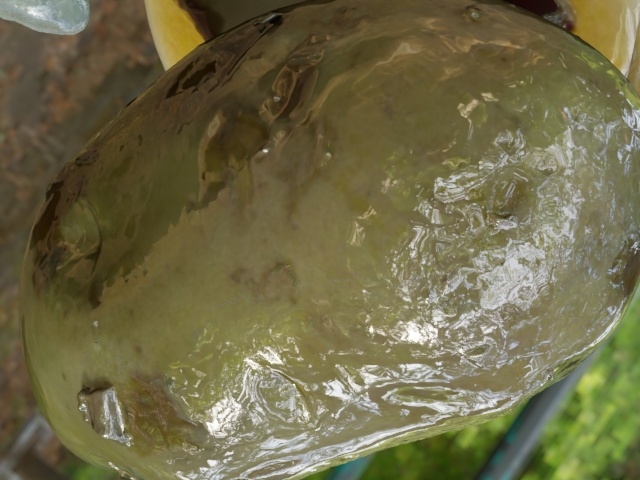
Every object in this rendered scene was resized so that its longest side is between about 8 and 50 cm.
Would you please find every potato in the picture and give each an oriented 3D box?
[{"bbox_3d":[0.000,0.000,0.678,0.262,0.165,0.165,-28,178,32],"label":"potato"}]

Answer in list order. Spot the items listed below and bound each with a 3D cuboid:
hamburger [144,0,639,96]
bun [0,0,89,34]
[{"bbox_3d":[0.056,-0.142,0.942,0.170,0.302,0.302,-42,159,-60],"label":"hamburger"},{"bbox_3d":[-0.206,-0.178,1.396,0.083,0.083,0.045,31,71,-72],"label":"bun"}]
